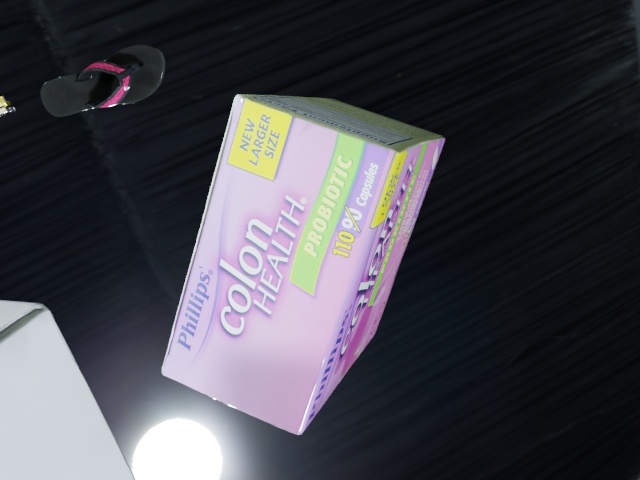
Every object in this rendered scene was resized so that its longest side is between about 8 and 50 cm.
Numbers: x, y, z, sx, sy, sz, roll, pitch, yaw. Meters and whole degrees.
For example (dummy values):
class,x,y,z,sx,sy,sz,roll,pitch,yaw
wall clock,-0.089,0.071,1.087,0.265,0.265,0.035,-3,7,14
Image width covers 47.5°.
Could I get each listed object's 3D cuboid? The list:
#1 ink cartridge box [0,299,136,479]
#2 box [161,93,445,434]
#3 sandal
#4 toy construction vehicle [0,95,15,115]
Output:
class,x,y,z,sx,sy,sz,roll,pitch,yaw
ink cartridge box,-0.191,0.106,0.348,0.203,0.086,0.148,0,120,33
box,0.000,0.000,0.603,0.117,0.243,0.213,22,105,13
sandal,-0.282,-0.200,0.937,0.040,0.179,0.067,-74,-34,-71
toy construction vehicle,-0.598,-0.231,1.295,0.098,0.086,0.035,-110,0,-76
